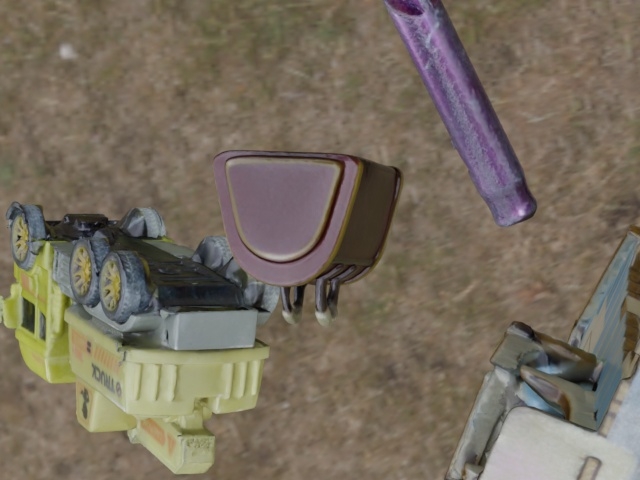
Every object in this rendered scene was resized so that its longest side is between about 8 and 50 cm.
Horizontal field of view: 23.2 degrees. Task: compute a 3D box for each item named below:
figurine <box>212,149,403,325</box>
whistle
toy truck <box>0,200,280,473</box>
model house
[{"bbox_3d":[-0.001,0.000,0.891,0.082,0.154,0.098,-1,86,15],"label":"figurine"},{"bbox_3d":[0.083,-0.087,0.940,0.033,0.033,0.176,-16,109,36],"label":"whistle"},{"bbox_3d":[-0.138,0.066,1.133,0.272,0.124,0.157,20,107,58],"label":"toy truck"},{"bbox_3d":[0.149,0.088,0.636,0.178,0.206,0.271,20,113,7],"label":"model house"}]
